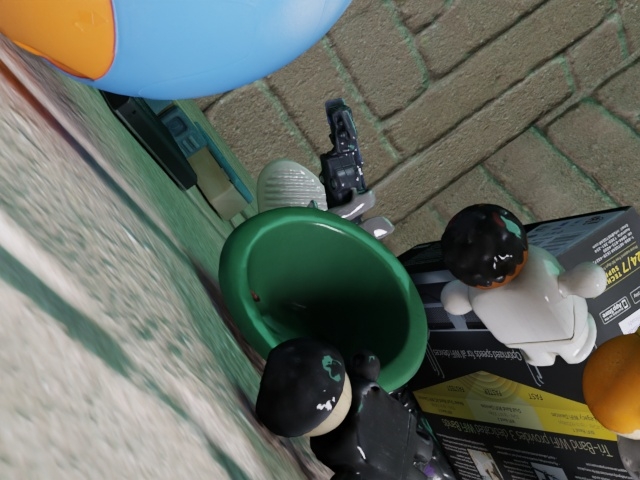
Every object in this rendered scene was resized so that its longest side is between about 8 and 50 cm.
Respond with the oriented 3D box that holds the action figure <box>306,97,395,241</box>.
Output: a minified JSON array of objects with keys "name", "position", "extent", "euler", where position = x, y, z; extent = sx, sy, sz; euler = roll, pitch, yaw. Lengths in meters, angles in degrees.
[{"name":"action figure","position":[0.000,0.000,1.254],"extent":[0.330,0.178,0.342],"euler":[-141,-141,-73]}]

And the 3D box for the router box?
[{"name":"router box","position":[0.173,0.113,0.775],"extent":[0.243,0.081,0.309],"euler":[63,-22,-6]}]

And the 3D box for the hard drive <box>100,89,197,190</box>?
[{"name":"hard drive","position":[-0.174,-0.117,0.954],"extent":[0.094,0.022,0.135],"euler":[54,1,39]}]

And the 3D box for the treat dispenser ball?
[{"name":"treat dispenser ball","position":[-0.099,-0.232,0.598],"extent":[0.288,0.288,0.288],"euler":[54,0,-1]}]

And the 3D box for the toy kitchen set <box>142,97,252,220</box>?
[{"name":"toy kitchen set","position":[-0.110,-0.154,1.125],"extent":[0.122,0.166,0.207],"euler":[54,1,31]}]

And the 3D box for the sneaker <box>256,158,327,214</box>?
[{"name":"sneaker","position":[-0.024,0.007,1.685],"extent":[0.366,0.135,0.150],"euler":[64,-12,-28]}]

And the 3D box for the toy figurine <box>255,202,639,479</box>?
[{"name":"toy figurine","position":[0.089,0.098,0.522],"extent":[0.148,0.209,0.213],"euler":[44,7,-39]}]

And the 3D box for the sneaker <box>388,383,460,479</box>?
[{"name":"sneaker","position":[0.093,0.190,0.942],"extent":[0.283,0.107,0.124],"euler":[54,7,-29]}]

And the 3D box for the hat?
[{"name":"hat","position":[-0.028,0.089,0.790],"extent":[0.173,0.183,0.208],"euler":[49,40,12]}]
